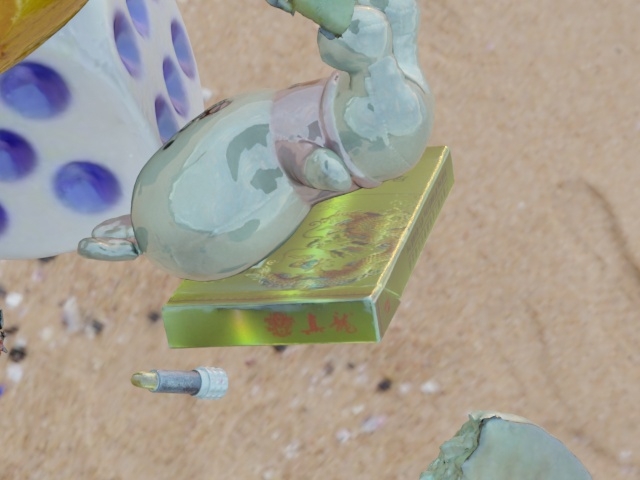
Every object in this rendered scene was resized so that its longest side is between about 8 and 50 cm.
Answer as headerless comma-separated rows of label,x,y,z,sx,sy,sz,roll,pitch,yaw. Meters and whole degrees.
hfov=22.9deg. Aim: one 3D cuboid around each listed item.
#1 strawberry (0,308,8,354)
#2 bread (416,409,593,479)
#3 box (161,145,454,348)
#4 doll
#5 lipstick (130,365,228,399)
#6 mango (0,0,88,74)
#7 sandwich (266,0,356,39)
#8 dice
strawberry,-0.400,0.097,1.671,0.152,0.048,0.104,13,97,-27
bread,0.087,0.216,0.902,0.172,0.064,0.232,-12,93,-14
box,0.000,0.000,1.320,0.173,0.043,0.311,-3,24,17
doll,-0.031,-0.048,1.027,0.113,0.275,0.155,48,19,-14
lipstick,-0.150,0.149,1.664,0.116,0.037,0.037,8,56,-47
mango,-0.265,-0.207,1.224,0.257,0.187,0.138,-21,61,-2
sandwich,0.001,-0.243,0.722,0.063,0.212,0.245,18,26,-34
dice,-0.312,-0.169,1.677,0.304,0.304,0.277,-12,38,14
